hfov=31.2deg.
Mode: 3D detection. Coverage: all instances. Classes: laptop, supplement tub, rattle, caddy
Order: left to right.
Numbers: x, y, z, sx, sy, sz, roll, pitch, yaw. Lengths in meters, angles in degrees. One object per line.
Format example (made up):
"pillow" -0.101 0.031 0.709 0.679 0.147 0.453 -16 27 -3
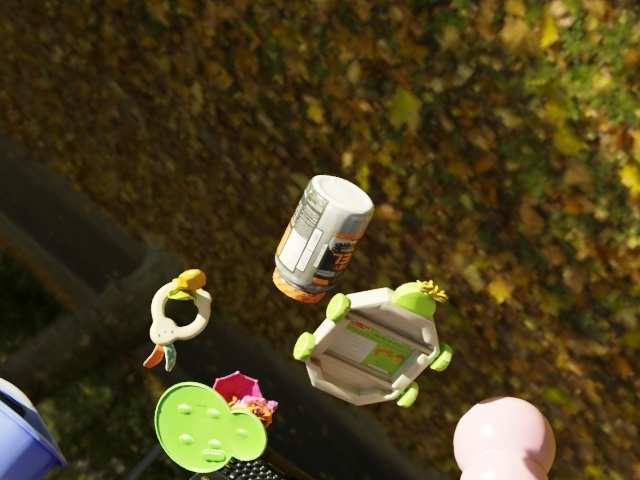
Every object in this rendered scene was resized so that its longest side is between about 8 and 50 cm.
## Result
"caddy" -0.648 0.358 2.229 0.341 0.179 0.241 38 160 4
"rattle" -0.294 0.172 2.378 0.130 0.200 0.142 40 156 -23
"laptop" -0.062 0.425 1.796 0.234 0.137 0.264 38 124 -14
"supplement tub" 0.000 0.000 1.864 0.117 0.190 0.117 21 -154 -11

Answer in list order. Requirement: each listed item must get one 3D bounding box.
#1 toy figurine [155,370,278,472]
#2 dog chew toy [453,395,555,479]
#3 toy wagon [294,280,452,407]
"toy figurine" -0.120 0.242 1.625 0.173 0.159 0.130 3 103 24
"dog chew toy" 0.366 0.479 2.283 0.206 0.332 0.207 5 138 4
"toy wagon" 0.125 0.189 2.234 0.267 0.344 0.068 26 -148 -20
